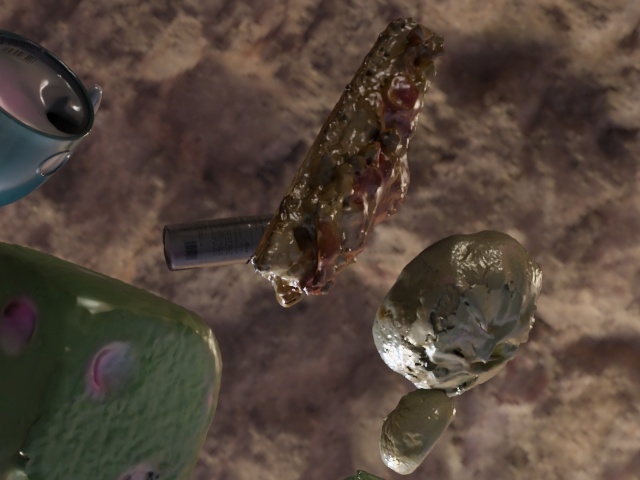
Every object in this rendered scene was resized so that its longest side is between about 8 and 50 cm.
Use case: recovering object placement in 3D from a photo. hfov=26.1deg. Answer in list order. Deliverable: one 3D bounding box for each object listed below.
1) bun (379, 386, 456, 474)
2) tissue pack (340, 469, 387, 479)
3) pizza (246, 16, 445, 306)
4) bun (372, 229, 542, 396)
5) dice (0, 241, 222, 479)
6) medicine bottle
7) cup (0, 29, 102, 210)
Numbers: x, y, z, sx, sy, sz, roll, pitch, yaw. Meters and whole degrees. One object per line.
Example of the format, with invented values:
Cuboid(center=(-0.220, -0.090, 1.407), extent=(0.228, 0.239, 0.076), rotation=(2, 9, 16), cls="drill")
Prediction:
Cuboid(center=(0.114, 0.229, 1.700), extent=(0.115, 0.069, 0.115), rotation=(-53, -4, -6), cls="bun")
Cuboid(center=(0.064, 0.393, 1.128), extent=(0.193, 0.357, 0.266), rotation=(-26, -33, 25), cls="tissue pack")
Cuboid(center=(0.010, -0.018, 0.737), extent=(0.188, 0.062, 0.199), rotation=(-62, -1, 28), cls="pizza")
Cuboid(center=(0.186, 0.098, 1.755), extent=(0.239, 0.141, 0.239), rotation=(-26, -35, -21), cls="bun")
Cuboid(center=(-0.350, 0.199, 1.841), extent=(0.318, 0.322, 0.330), rotation=(22, -94, -50), cls="dice")
Cuboid(center=(-0.086, -0.002, 1.645), extent=(0.199, 0.058, 0.058), rotation=(-8, -47, -16), cls="medicine bottle")
Cuboid(center=(-0.360, -0.114, 1.524), extent=(0.173, 0.167, 0.299), rotation=(-48, -16, 28), cls="cup")
